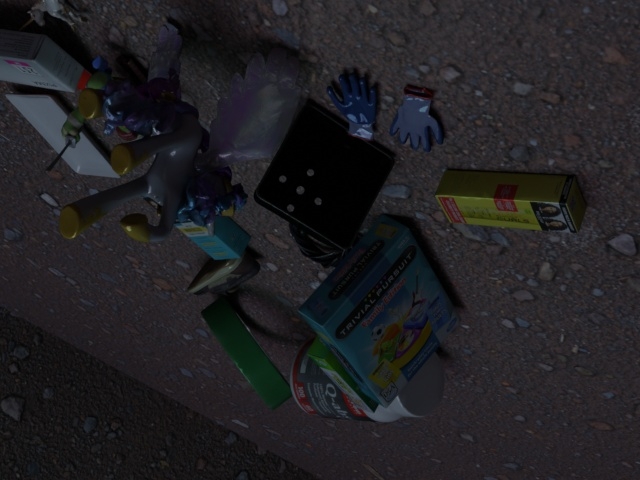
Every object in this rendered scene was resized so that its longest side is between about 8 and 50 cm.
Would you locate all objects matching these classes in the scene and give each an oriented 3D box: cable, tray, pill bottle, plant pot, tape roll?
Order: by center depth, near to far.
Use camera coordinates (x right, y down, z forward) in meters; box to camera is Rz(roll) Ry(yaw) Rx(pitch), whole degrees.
[{"bbox_3d":[-0.013,-0.099,1.687,0.187,0.188,0.167,31,165,-12],"label":"plant pot"},{"bbox_3d":[0.000,0.000,1.996,0.150,0.047,0.184,39,152,-25],"label":"cable"},{"bbox_3d":[-0.550,-0.233,2.074,0.145,0.030,0.270,7,148,33],"label":"tray"},{"bbox_3d":[0.111,0.336,2.337,0.363,0.210,0.210,-8,139,48],"label":"pill bottle"},{"bbox_3d":[-0.190,0.292,2.495,0.321,0.077,0.321,53,175,7],"label":"tape roll"}]

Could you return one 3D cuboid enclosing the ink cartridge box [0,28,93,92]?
[{"bbox_3d":[-0.564,-0.324,1.817,0.275,0.060,0.239,13,166,26],"label":"ink cartridge box"}]

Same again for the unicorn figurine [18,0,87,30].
[{"bbox_3d":[-0.458,-0.407,1.645,0.111,0.060,0.162,35,141,13],"label":"unicorn figurine"}]

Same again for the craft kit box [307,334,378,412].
[{"bbox_3d":[0.104,0.205,2.053,0.061,0.250,0.246,12,153,43],"label":"craft kit box"}]

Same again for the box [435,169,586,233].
[{"bbox_3d":[0.312,-0.066,1.579,0.232,0.058,0.087,7,149,34],"label":"box"}]

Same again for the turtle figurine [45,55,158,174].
[{"bbox_3d":[-0.369,-0.181,1.778,0.197,0.275,0.266,-19,163,14],"label":"turtle figurine"}]

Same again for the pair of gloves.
[{"bbox_3d":[0.105,-0.207,1.547,0.198,0.023,0.159,17,151,16],"label":"pair of gloves"}]

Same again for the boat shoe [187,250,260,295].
[{"bbox_3d":[-0.236,0.090,2.316,0.092,0.103,0.285,38,146,-14],"label":"boat shoe"}]

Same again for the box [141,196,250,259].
[{"bbox_3d":[-0.275,-0.051,2.132,0.100,0.060,0.244,-5,141,46],"label":"box"}]

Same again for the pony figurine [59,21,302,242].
[{"bbox_3d":[-0.226,-0.158,1.520,0.302,0.351,0.363,19,-165,28],"label":"pony figurine"}]

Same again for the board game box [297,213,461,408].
[{"bbox_3d":[0.129,0.150,1.911,0.079,0.254,0.336,30,163,42],"label":"board game box"}]
